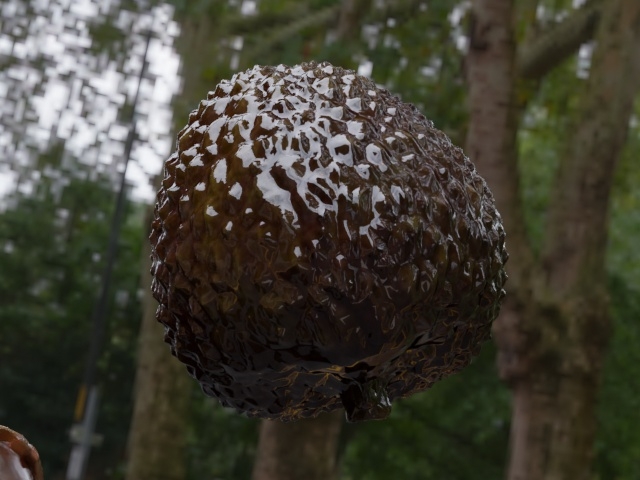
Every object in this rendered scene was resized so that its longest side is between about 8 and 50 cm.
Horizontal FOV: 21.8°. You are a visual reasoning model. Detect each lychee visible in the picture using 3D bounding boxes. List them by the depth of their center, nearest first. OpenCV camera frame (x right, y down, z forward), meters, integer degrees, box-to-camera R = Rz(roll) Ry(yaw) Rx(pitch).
[{"bbox_3d":[0.001,0.006,0.850,0.194,0.194,0.194,10,-13,2],"label":"lychee"}]

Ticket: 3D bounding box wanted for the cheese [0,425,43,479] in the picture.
[{"bbox_3d":[-0.241,0.224,0.918,0.129,0.329,0.217,34,34,28],"label":"cheese"}]
